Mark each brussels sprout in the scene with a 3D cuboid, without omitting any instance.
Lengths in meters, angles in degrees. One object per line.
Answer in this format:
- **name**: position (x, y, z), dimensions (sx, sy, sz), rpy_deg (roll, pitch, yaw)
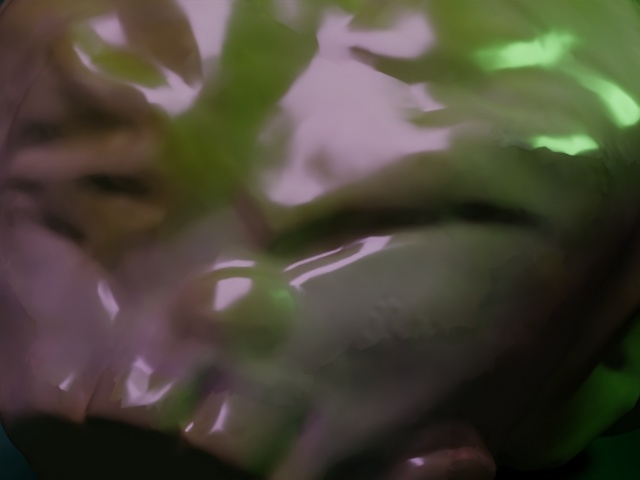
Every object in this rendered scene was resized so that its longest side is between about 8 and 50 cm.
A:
- **brussels sprout**: position (-0.006, -0.009, 0.564), dimensions (0.274, 0.242, 0.317), rpy_deg (36, 48, 28)
